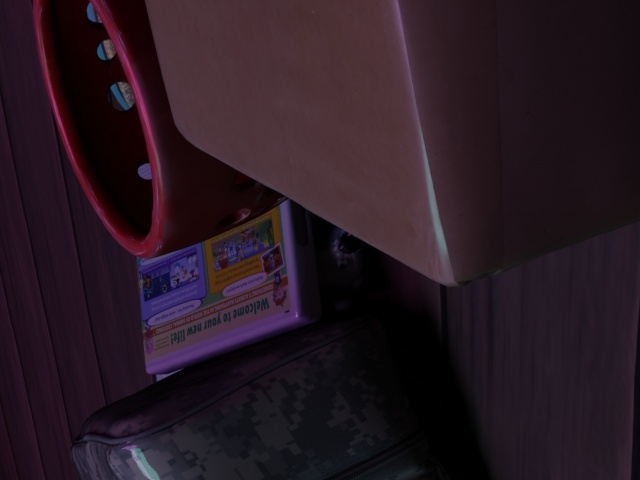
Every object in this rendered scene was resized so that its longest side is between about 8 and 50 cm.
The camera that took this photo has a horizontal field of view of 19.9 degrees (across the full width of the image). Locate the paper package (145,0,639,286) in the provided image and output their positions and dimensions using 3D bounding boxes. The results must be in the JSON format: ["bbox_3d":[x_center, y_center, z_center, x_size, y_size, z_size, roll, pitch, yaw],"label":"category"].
[{"bbox_3d":[0.029,-0.179,0.799,0.309,0.168,0.325,31,137,58],"label":"paper package"}]

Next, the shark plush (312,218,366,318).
[{"bbox_3d":[0.000,0.000,1.233,0.161,0.073,0.067,113,163,-69],"label":"shark plush"}]

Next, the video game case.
[{"bbox_3d":[-0.073,-0.018,1.281,0.212,0.023,0.193,-22,70,53],"label":"video game case"}]

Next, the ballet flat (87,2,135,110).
[{"bbox_3d":[-0.109,-0.240,1.184,0.123,0.123,0.348,25,131,63],"label":"ballet flat"}]

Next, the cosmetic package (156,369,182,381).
[{"bbox_3d":[-0.082,0.060,1.461,0.117,0.085,0.231,52,152,40],"label":"cosmetic package"}]

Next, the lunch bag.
[{"bbox_3d":[-0.024,0.202,1.258,0.256,0.212,0.305,66,163,-1],"label":"lunch bag"}]

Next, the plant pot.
[{"bbox_3d":[-0.061,-0.105,1.098,0.191,0.174,0.191,53,155,38],"label":"plant pot"}]
